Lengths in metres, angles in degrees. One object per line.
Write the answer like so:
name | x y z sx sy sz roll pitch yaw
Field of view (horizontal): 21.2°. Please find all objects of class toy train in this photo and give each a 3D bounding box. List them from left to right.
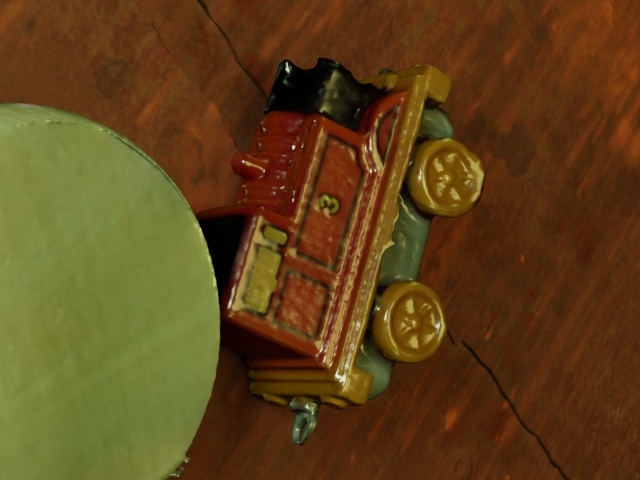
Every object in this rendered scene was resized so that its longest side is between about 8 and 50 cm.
toy train | 0.000 0.000 1.562 0.231 0.163 0.369 25 73 -33

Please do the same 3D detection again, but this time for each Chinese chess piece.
Chinese chess piece | -0.242 0.068 1.330 0.349 0.146 0.349 1 88 -44
